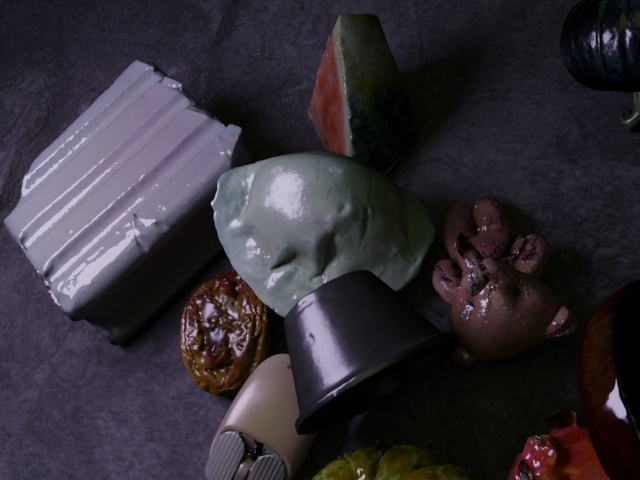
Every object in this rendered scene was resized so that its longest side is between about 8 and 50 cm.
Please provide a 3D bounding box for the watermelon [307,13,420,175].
[{"bbox_3d":[0.065,-0.255,1.317,0.193,0.232,0.310,-20,103,6],"label":"watermelon"}]

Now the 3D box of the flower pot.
[{"bbox_3d":[0.050,0.150,1.027,0.269,0.269,0.166,-30,72,2],"label":"flower pot"}]

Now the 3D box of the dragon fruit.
[{"bbox_3d":[0.340,0.334,0.876,0.227,0.224,0.224,21,71,11],"label":"dragon fruit"}]

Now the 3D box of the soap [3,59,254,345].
[{"bbox_3d":[-0.350,-0.074,1.339,0.435,0.213,0.350,-46,61,-8],"label":"soap"}]

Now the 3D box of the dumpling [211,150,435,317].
[{"bbox_3d":[0.013,-0.022,1.194,0.320,0.212,0.270,-2,104,33],"label":"dumpling"}]

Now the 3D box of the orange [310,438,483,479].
[{"bbox_3d":[0.084,0.405,0.908,0.301,0.223,0.300,-6,23,29],"label":"orange"}]

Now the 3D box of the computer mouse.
[{"bbox_3d":[-0.078,0.293,1.109,0.145,0.082,0.236,29,74,12],"label":"computer mouse"}]

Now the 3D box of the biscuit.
[{"bbox_3d":[0.471,0.232,0.829,0.091,0.407,0.407,-51,45,42],"label":"biscuit"}]

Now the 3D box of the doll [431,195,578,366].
[{"bbox_3d":[0.259,0.038,1.103,0.201,0.156,0.303,-21,53,15],"label":"doll"}]

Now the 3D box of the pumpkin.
[{"bbox_3d":[0.530,-0.303,1.170,0.248,0.248,0.248,-8,61,15],"label":"pumpkin"}]

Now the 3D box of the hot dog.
[{"bbox_3d":[-0.157,0.150,1.219,0.160,0.099,0.227,-12,57,7],"label":"hot dog"}]
